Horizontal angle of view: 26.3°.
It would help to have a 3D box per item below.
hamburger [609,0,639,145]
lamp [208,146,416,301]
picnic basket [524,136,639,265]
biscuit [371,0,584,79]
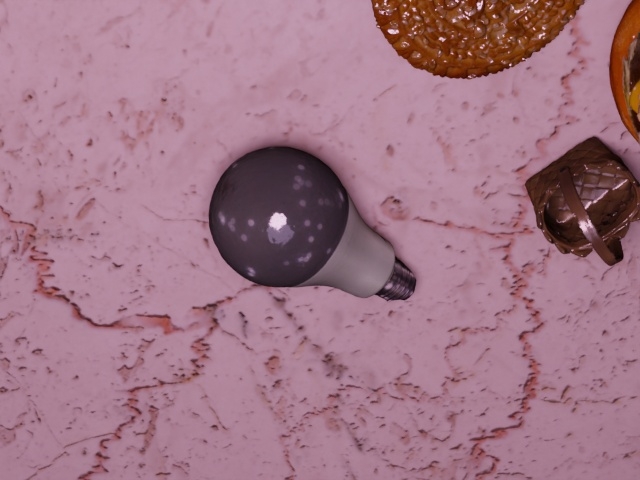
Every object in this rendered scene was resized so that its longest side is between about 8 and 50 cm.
[{"bbox_3d":[0.523,-0.183,1.639,0.330,0.250,0.330,0,119,0],"label":"hamburger"},{"bbox_3d":[-0.012,-0.012,1.804,0.182,0.182,0.314,-42,143,19],"label":"lamp"},{"bbox_3d":[0.345,-0.040,1.752,0.138,0.178,0.128,-36,110,18],"label":"picnic basket"},{"bbox_3d":[0.200,-0.322,1.628,0.305,0.038,0.305,-11,129,-14],"label":"biscuit"}]
